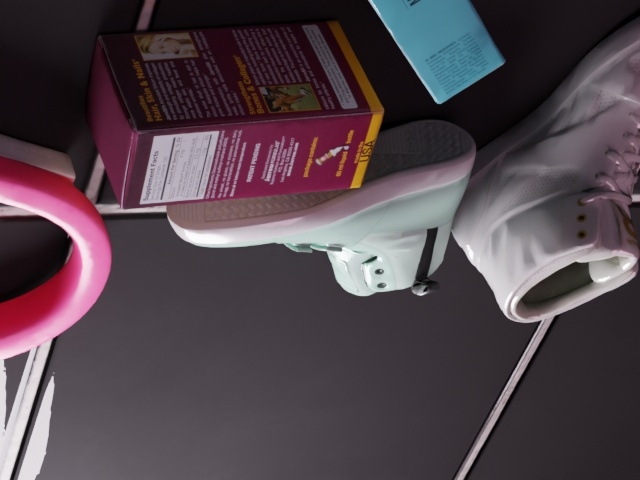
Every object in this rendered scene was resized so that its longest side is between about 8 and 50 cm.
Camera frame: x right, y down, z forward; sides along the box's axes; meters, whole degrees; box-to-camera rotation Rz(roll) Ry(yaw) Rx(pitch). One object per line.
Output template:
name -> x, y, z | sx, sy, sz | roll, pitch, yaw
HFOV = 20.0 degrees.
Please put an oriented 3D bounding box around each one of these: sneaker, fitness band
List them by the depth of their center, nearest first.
fitness band -> -0.292, 0.007, 1.337 | 0.291, 0.054, 0.209 | 15, 127, -38
sneaker -> 0.001, 0.000, 1.447 | 0.256, 0.094, 0.151 | -12, 133, -20
sneaker -> 0.242, -0.055, 1.465 | 0.292, 0.169, 0.108 | -41, 137, 17

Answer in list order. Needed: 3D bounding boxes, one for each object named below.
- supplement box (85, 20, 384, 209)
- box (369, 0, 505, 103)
supplement box -> -0.064, -0.092, 1.307 | 0.188, 0.104, 0.081 | -6, 138, -22
box -> 0.043, -0.205, 1.241 | 0.060, 0.100, 0.244 | -32, 141, 6
